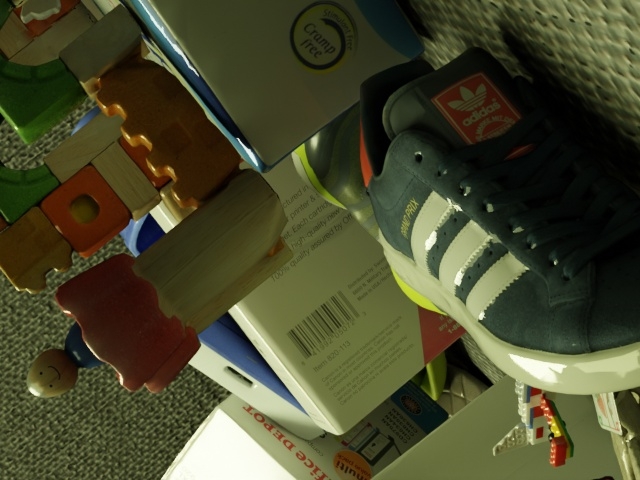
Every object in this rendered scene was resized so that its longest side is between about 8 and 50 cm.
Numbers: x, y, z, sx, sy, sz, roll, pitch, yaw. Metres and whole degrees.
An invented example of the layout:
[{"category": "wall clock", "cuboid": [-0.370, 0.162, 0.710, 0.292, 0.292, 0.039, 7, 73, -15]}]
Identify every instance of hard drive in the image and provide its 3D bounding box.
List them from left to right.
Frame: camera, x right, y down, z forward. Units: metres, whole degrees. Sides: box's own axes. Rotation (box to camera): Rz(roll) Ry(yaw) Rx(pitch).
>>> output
[{"category": "hard drive", "cuboid": [-0.053, 0.015, 1.645, 0.210, 0.040, 0.319, 36, -138, -24]}]

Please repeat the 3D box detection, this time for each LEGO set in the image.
[{"category": "LEGO set", "cuboid": [0.146, 0.069, 1.141, 0.182, 0.060, 0.244, 180, 75, -83]}]

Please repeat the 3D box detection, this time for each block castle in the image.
[{"category": "block castle", "cuboid": [-0.231, -0.095, 1.204, 0.453, 0.213, 0.303, 50, 175, 3]}]

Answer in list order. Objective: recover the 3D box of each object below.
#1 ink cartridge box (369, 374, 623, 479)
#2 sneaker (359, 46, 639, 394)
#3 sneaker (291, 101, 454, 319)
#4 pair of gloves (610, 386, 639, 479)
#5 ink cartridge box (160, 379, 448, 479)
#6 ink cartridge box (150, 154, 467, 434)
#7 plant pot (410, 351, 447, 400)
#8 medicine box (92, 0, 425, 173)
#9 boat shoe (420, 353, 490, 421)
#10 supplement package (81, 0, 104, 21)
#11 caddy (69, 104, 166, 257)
[{"category": "ink cartridge box", "cuboid": [0.167, 0.281, 1.612, 0.160, 0.279, 0.385, 50, 173, 19]}, {"category": "sneaker", "cuboid": [0.111, -0.027, 0.935, 0.350, 0.131, 0.148, 24, 138, 62]}, {"category": "sneaker", "cuboid": [0.087, -0.025, 1.268, 0.121, 0.111, 0.300, 35, 173, 46]}, {"category": "pair of gloves", "cuboid": [0.241, 0.196, 1.147, 0.240, 0.042, 0.204, -89, -17, -69]}, {"category": "ink cartridge box", "cuboid": [-0.019, 0.222, 1.692, 0.171, 0.168, 0.232, 41, -143, 9]}, {"category": "ink cartridge box", "cuboid": [0.000, 0.000, 1.501, 0.283, 0.207, 0.117, 52, 170, -5]}, {"category": "plant pot", "cuboid": [0.017, 0.115, 1.983, 0.227, 0.207, 0.228, 47, 163, 36]}, {"category": "medicine box", "cuboid": [-0.097, -0.222, 1.176, 0.263, 0.149, 0.289, 54, 174, -27]}, {"category": "boat shoe", "cuboid": [0.159, 0.199, 2.094, 0.116, 0.123, 0.324, 7, -159, -47]}, {"category": "supplement package", "cuboid": [-0.173, -0.256, 1.547, 0.194, 0.149, 0.203, 49, 175, 21]}, {"category": "caddy", "cuboid": [-0.141, -0.082, 1.899, 0.179, 0.241, 0.341, 47, 174, 12]}]
